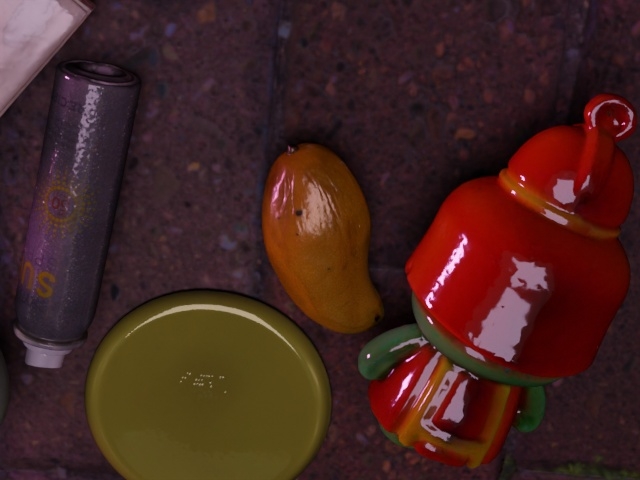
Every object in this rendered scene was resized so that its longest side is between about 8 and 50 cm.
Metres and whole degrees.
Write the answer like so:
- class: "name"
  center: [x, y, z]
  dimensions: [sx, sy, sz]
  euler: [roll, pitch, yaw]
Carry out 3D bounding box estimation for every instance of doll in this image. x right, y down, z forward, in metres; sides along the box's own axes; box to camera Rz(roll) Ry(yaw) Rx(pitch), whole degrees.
- class: "doll"
  center: [0.168, 0.036, 1.137]
  dimensions: [0.183, 0.160, 0.363]
  euler: [23, 108, -7]

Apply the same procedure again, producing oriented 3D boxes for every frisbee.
- class: "frisbee"
  center: [-0.107, 0.156, 1.258]
  dimensions: [0.236, 0.017, 0.236]
  euler: [0, 110, 0]

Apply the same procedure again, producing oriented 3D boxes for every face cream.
- class: "face cream"
  center: [-0.218, -0.016, 1.163]
  dimensions: [0.073, 0.073, 0.283]
  euler: [13, 110, -5]

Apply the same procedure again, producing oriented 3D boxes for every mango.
- class: "mango"
  center: [0.000, 0.000, 1.171]
  dimensions: [0.098, 0.075, 0.190]
  euler: [-11, 117, 10]

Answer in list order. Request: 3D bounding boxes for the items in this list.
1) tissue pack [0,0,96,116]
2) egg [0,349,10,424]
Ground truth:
- class: "tissue pack"
  center: [-0.361, -0.238, 1.080]
  dimensions: [0.325, 0.071, 0.170]
  euler: [42, 103, -14]
- class: "egg"
  center: [-0.381, 0.106, 1.157]
  dimensions: [0.231, 0.168, 0.168]
  euler: [32, 107, -14]
